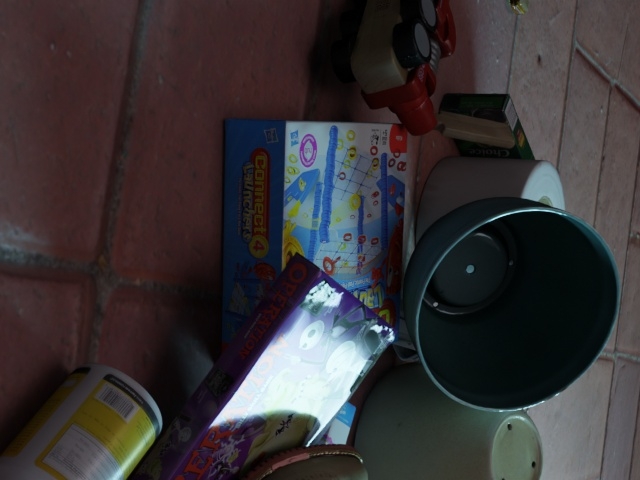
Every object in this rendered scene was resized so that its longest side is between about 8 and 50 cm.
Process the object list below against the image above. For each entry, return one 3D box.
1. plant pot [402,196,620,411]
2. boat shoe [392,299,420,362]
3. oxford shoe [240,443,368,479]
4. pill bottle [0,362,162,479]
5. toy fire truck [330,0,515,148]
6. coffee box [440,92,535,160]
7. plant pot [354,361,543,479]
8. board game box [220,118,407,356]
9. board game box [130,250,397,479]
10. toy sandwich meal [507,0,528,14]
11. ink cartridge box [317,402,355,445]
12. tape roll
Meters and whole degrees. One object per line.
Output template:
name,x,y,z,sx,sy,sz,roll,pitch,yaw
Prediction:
plant pot,0.237,0.064,1.440,0.293,0.196,0.293,-5,111,-15
boat shoe,0.139,0.148,1.577,0.226,0.083,0.075,31,78,-44
oxford shoe,-0.061,0.326,1.089,0.348,0.130,0.123,-20,131,-39
pill bottle,-0.232,0.207,0.932,0.184,0.103,0.103,-54,138,-40
toy fire truck,0.150,-0.231,1.379,0.246,0.159,0.217,55,36,-39
coffee box,0.281,-0.172,1.709,0.184,0.113,0.040,55,48,-49
plant pot,0.216,0.319,1.531,0.284,0.191,0.284,10,76,-43
board game box,0.000,0.000,1.298,0.308,0.086,0.301,-10,103,-58
board game box,-0.068,0.197,1.132,0.346,0.056,0.208,-54,140,-3
toy sandwich meal,0.362,-0.456,1.875,0.086,0.029,0.085,-15,108,-57
ink cartridge box,-0.019,0.255,1.306,0.052,0.089,0.122,43,59,-53
tape roll,0.283,-0.014,1.686,0.246,0.169,0.246,-14,106,-57
